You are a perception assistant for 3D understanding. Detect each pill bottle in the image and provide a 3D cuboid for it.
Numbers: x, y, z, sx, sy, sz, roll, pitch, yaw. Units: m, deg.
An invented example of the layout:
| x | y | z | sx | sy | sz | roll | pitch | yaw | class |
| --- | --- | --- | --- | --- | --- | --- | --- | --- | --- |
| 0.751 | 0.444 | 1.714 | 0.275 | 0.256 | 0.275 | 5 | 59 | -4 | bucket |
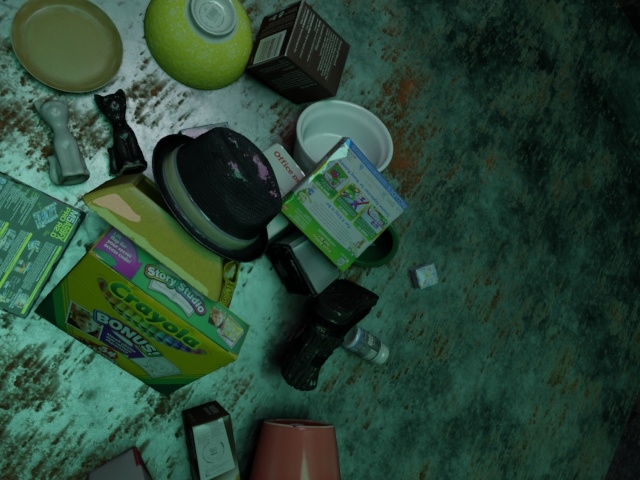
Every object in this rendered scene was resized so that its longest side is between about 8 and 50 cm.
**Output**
| x | y | z | sx | sy | sz | roll | pitch | yaw | class |
| --- | --- | --- | --- | --- | --- | --- | --- | --- | --- |
| 0.139 | 0.321 | 1.469 | 0.137 | 0.078 | 0.078 | 35 | 73 | -23 | pill bottle |

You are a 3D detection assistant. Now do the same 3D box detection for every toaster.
| x | y | z | sx | sy | sz | roll | pitch | yaw | class |
| --- | --- | --- | --- | --- | --- | --- | --- | --- | --- |
| -0.059 | 0.054 | 1.330 | 0.110 | 0.168 | 0.186 | -35 | 105 | -27 | toaster |

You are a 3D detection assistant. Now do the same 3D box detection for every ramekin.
| x | y | z | sx | sy | sz | roll | pitch | yaw | class |
| --- | --- | --- | --- | --- | --- | --- | --- | --- | --- |
| 0.054 | -0.251 | 1.366 | 0.277 | 0.135 | 0.277 | 7 | 59 | -12 | ramekin |

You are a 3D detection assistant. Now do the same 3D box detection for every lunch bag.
| x | y | z | sx | sy | sz | roll | pitch | yaw | class |
| --- | --- | --- | --- | --- | --- | --- | --- | --- | --- |
| 0.349 | 0.118 | 1.604 | 0.083 | 0.053 | 0.071 | -17 | 94 | -18 | lunch bag |

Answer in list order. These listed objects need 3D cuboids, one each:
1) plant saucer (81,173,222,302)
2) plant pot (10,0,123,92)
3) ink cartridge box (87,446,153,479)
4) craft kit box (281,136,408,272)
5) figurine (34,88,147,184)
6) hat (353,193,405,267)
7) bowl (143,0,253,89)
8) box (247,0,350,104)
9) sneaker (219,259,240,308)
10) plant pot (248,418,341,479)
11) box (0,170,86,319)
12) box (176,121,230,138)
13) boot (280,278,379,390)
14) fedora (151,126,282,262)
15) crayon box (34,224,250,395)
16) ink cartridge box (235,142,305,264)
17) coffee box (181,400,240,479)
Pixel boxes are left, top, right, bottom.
| x | y | z | sx | sy | sz | roll | pitch | yaw | class |
| --- | --- | --- | --- | --- | --- | --- | --- | --- | --- |
| -0.342 | -0.035 | 1.085 | 0.333 | 0.333 | 0.081 | 42 | 89 | -20 | plant saucer |
| -0.597 | -0.465 | 1.144 | 0.236 | 0.032 | 0.236 | 2 | 87 | -28 | plant pot |
| -0.401 | 0.663 | 1.088 | 0.131 | 0.226 | 0.306 | -28 | 102 | -24 | ink cartridge box |
| 0.058 | -0.088 | 1.229 | 0.246 | 0.061 | 0.250 | -46 | 111 | -3 | craft kit box |
| -0.545 | -0.252 | 1.140 | 0.214 | 0.092 | 0.210 | -15 | 87 | -27 | figurine |
| 0.171 | -0.029 | 1.532 | 0.208 | 0.183 | 0.173 | -5 | 111 | 11 | hat |
| -0.292 | -0.554 | 1.239 | 0.289 | 0.156 | 0.290 | 2 | 87 | -28 | bowl |
| -0.058 | -0.507 | 1.326 | 0.203 | 0.168 | 0.167 | 26 | 75 | -43 | box |
| -0.256 | 0.130 | 1.277 | 0.064 | 0.067 | 0.175 | 14 | 83 | -28 | sneaker |
| -0.065 | 0.604 | 1.262 | 0.274 | 0.275 | 0.243 | 11 | 72 | -27 | plant pot |
| -0.687 | 0.007 | 1.060 | 0.216 | 0.060 | 0.270 | 29 | 75 | -24 | box |
| -0.303 | -0.243 | 1.228 | 0.126 | 0.137 | 0.072 | -18 | 95 | -27 | box |
| 0.026 | 0.257 | 1.373 | 0.348 | 0.131 | 0.260 | -10 | 128 | -63 | boot |
| -0.194 | -0.122 | 1.047 | 0.334 | 0.152 | 0.334 | 40 | 30 | -29 | fedora |
| -0.392 | 0.173 | 1.061 | 0.363 | 0.313 | 0.106 | 42 | 40 | -20 | crayon box |
| -0.166 | -0.100 | 1.276 | 0.273 | 0.115 | 0.198 | -38 | 90 | -27 | ink cartridge box |
| -0.271 | 0.552 | 1.208 | 0.098 | 0.141 | 0.247 | -9 | 93 | -27 | coffee box |
